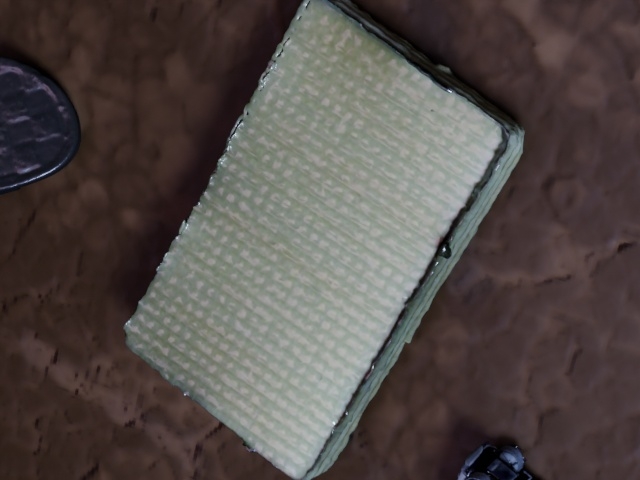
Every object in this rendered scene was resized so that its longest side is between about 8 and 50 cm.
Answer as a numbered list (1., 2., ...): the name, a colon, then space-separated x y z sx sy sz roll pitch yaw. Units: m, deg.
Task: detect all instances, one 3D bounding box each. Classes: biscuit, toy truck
1. biscuit: 0.000 0.000 0.918 0.121 0.040 0.199 38 111 18
2. toy truck: 0.093 0.132 0.896 0.083 0.039 0.044 40 126 13

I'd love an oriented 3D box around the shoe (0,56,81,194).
1. shoe: -0.205 -0.044 1.003 0.179 0.049 0.071 -13 81 5
